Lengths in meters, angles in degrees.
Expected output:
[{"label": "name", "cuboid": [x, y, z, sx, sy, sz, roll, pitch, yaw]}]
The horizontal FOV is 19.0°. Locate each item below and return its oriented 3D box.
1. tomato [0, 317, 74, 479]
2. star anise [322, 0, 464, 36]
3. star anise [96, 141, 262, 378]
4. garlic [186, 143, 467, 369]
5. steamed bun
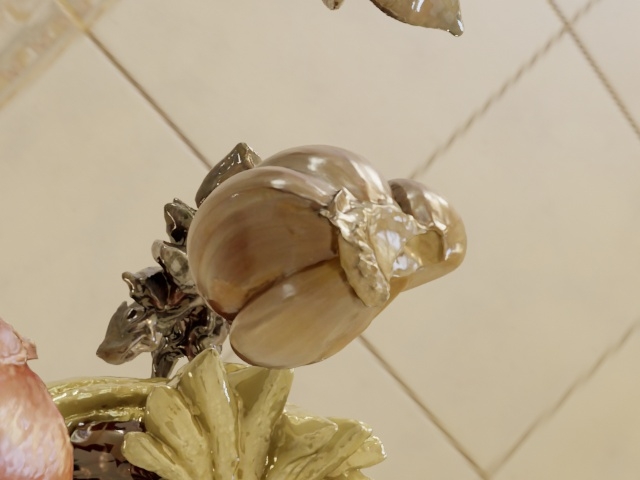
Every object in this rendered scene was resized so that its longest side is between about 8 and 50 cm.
[{"label": "tomato", "cuboid": [-0.324, 0.155, 1.245, 0.290, 0.176, 0.335, -7, 124, 12]}, {"label": "star anise", "cuboid": [0.020, -0.249, 1.271, 0.315, 0.315, 0.108, 43, 50, -35]}, {"label": "star anise", "cuboid": [-0.109, 0.037, 1.922, 0.283, 0.129, 0.212, -46, 133, -35]}, {"label": "garlic", "cuboid": [0.000, 0.000, 1.489, 0.214, 0.191, 0.160, -37, 99, -51]}, {"label": "steamed bun", "cuboid": [-0.089, 0.201, 1.651, 0.428, 0.189, 0.247, 26, 91, -28]}]
